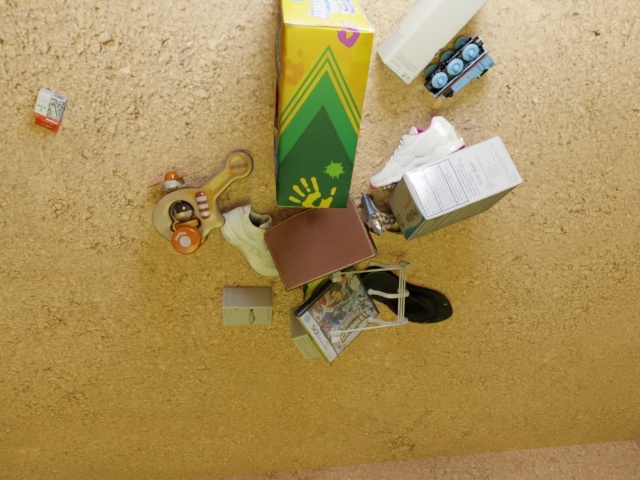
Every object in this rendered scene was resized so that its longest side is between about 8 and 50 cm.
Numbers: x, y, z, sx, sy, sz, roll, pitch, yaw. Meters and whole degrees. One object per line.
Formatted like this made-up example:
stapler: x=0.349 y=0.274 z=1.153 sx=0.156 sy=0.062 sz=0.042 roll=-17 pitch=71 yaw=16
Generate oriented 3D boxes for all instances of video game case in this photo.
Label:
video game case: x=0.066 y=0.258 z=1.668 sx=0.275 sy=0.035 sz=0.248 roll=-41 pitch=118 yaw=-21

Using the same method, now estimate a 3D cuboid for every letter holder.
letter holder: x=0.000 y=0.000 z=1.488 sx=0.302 sy=0.152 sz=0.214 roll=-23 pitch=92 yaw=9

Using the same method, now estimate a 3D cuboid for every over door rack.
over door rack: x=0.161 y=0.199 z=1.638 sx=0.325 sy=0.108 sz=0.239 roll=-7 pitch=105 yaw=-26

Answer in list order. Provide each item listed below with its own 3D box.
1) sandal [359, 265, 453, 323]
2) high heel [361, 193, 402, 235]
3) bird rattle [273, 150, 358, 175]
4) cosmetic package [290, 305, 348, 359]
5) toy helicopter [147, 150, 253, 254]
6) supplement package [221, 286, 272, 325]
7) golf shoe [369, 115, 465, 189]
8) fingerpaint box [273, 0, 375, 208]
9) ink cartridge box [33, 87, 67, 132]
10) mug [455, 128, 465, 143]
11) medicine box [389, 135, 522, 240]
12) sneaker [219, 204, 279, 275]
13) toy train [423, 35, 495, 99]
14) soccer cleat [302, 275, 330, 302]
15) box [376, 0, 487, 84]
sandal: x=0.330 y=0.244 z=1.799 sx=0.446 sy=0.107 sz=0.167 roll=25 pitch=122 yaw=-24
high heel: x=0.241 y=-0.032 z=1.504 sx=0.261 sy=0.186 sz=0.093 roll=28 pitch=120 yaw=-27
bird rattle: x=-0.022 y=-0.231 z=1.315 sx=0.207 sy=0.253 sz=0.143 roll=19 pitch=174 yaw=14
cosmetic package: x=-0.005 y=0.339 z=1.809 sx=0.184 sy=0.151 sz=0.151 roll=-17 pitch=130 yaw=8
toy helicopter: x=-0.352 y=-0.144 z=1.383 sx=0.355 sy=0.140 sz=0.235 roll=-41 pitch=99 yaw=6
supplement package: x=-0.268 y=0.242 z=1.726 sx=0.180 sy=0.105 sz=0.105 roll=0 pitch=129 yaw=-8
golf shoe: x=0.267 y=-0.254 z=1.391 sx=0.306 sy=0.115 sz=0.140 roll=-26 pitch=91 yaw=30
fingerpaint box: x=-0.022 y=-0.347 z=1.040 sx=0.164 sy=0.444 sz=0.370 roll=1 pitch=130 yaw=-7
ink cartridge box: x=-0.715 y=-0.336 z=1.234 sx=0.063 sy=0.029 sz=0.115 roll=22 pitch=124 yaw=-24
mug: x=0.392 y=-0.284 z=1.396 sx=0.064 sy=0.062 sz=0.078 roll=-31 pitch=117 yaw=28
medicine box: x=0.371 y=-0.137 z=1.345 sx=0.290 sy=0.149 sz=0.263 roll=-21 pitch=168 yaw=-5
sneaker: x=-0.192 y=0.006 z=1.530 sx=0.152 sy=0.114 sz=0.305 roll=-28 pitch=128 yaw=17
toy train: x=0.363 y=-0.451 z=1.242 sx=0.105 sy=0.080 sz=0.184 roll=31 pitch=120 yaw=-35
soccer cleat: x=0.005 y=0.127 z=1.672 sx=0.121 sy=0.093 sz=0.289 roll=4 pitch=129 yaw=-13
box: x=0.270 y=-0.528 z=1.143 sx=0.094 sy=0.113 sz=0.275 roll=31 pitch=121 yaw=-29
